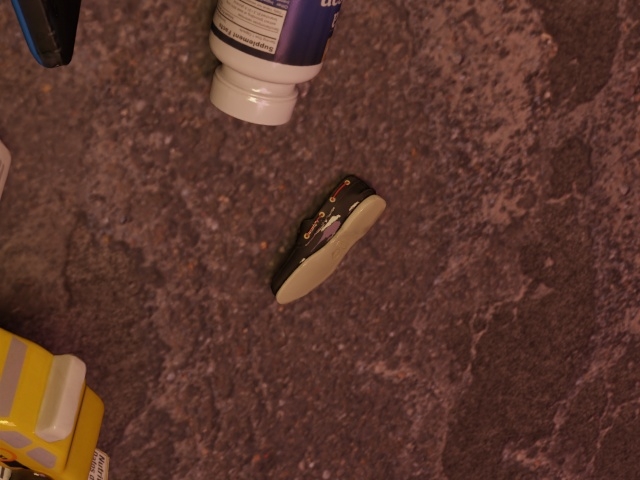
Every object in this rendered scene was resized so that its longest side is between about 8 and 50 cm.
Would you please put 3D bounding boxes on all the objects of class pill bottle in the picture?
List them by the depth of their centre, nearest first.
[{"bbox_3d":[-0.034,-0.180,1.232,0.094,0.094,0.169,0,120,-33],"label":"pill bottle"}]

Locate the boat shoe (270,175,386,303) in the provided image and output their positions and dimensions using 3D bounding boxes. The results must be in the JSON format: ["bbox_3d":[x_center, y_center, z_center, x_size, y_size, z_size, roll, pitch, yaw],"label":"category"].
[{"bbox_3d":[0.001,0.000,1.416,0.133,0.042,0.049,-49,153,5],"label":"boat shoe"}]

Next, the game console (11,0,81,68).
[{"bbox_3d":[-0.136,-0.304,1.038,0.173,0.250,0.293,-10,129,5],"label":"game console"}]

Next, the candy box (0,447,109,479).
[{"bbox_3d":[-0.334,0.161,1.219,0.183,0.088,0.316,-19,141,27],"label":"candy box"}]

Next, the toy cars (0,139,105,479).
[{"bbox_3d":[-0.246,0.022,1.138,0.176,0.087,0.394,-35,110,-56],"label":"toy cars"}]
